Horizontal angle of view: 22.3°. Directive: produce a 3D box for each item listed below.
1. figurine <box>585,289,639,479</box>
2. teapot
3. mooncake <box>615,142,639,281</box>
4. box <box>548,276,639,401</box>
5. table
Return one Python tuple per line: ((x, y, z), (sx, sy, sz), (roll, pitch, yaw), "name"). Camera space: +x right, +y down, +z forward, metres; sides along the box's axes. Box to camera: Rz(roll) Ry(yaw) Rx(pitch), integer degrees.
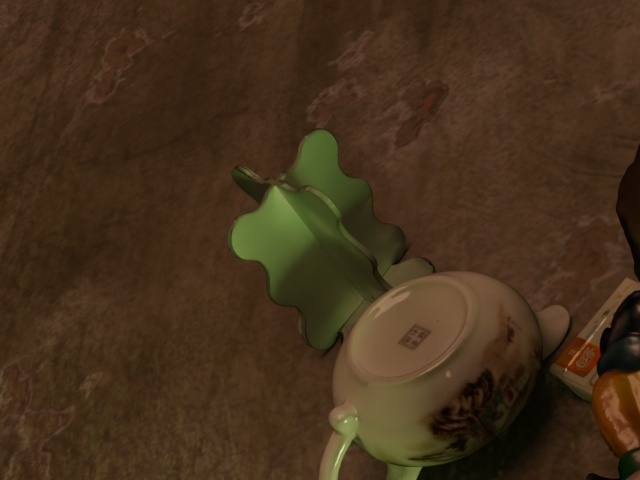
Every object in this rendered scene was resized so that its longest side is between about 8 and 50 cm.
((0.274, 0.207, 1.236), (0.332, 0.185, 0.204), (-96, 28, -59), "figurine")
((0.103, 0.131, 1.502), (0.298, 0.139, 0.204), (-41, 37, -9), "teapot")
((0.376, -0.022, 1.427), (0.228, 0.124, 0.228), (-17, 35, 12), "mooncake")
((0.313, 0.114, 1.423), (0.122, 0.032, 0.220), (-48, 37, -12), "box")
((0.000, 0.000, 1.680), (0.166, 0.198, 0.166), (-23, 38, 19), "table")
